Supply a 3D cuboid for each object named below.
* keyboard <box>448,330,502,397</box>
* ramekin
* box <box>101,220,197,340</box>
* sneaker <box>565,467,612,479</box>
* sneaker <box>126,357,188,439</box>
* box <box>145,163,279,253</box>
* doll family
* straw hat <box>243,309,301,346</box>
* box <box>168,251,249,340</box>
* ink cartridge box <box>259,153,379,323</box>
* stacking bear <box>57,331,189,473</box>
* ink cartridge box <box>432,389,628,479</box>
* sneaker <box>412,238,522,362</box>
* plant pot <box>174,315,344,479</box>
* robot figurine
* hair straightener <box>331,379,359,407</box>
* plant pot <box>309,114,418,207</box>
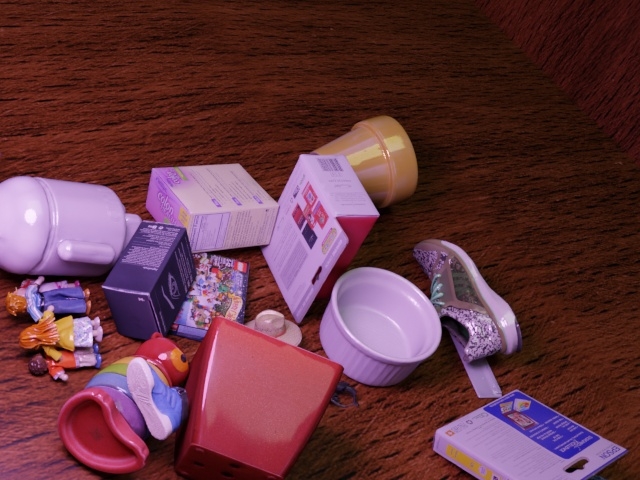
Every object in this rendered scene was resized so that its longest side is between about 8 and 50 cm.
[{"bbox_3d":[0.383,0.290,2.155,0.072,0.014,0.256,0,47,-23],"label":"keyboard"},{"bbox_3d":[0.132,0.209,1.997,0.277,0.135,0.277,16,41,-14],"label":"ramekin"},{"bbox_3d":[-0.356,0.085,1.796,0.108,0.153,0.207,8,44,14],"label":"box"},{"bbox_3d":[0.562,0.568,1.921,0.262,0.104,0.125,13,5,-1],"label":"sneaker"},{"bbox_3d":[-0.286,0.270,1.519,0.085,0.058,0.152,-29,97,-57],"label":"sneaker"},{"bbox_3d":[-0.263,-0.081,2.053,0.243,0.117,0.213,-6,37,-36],"label":"box"},{"bbox_3d":[-0.535,0.148,1.687,0.163,0.118,0.262,-3,50,-32],"label":"doll family"},{"bbox_3d":[-0.113,0.189,1.895,0.145,0.061,0.144,2,31,-1],"label":"straw hat"},{"bbox_3d":[-0.251,0.127,1.924,0.159,0.044,0.233,13,42,-11],"label":"box"},{"bbox_3d":[0.000,0.000,2.005,0.130,0.309,0.271,-3,50,-32],"label":"ink cartridge box"},{"bbox_3d":[-0.351,0.288,1.618,0.175,0.164,0.289,58,32,-12],"label":"stacking bear"},{"bbox_3d":[0.464,0.465,1.881,0.304,0.072,0.307,-13,30,-40],"label":"ink cartridge box"},{"bbox_3d":[0.332,0.152,2.174,0.182,0.158,0.410,-23,48,-19],"label":"sneaker"},{"bbox_3d":[-0.144,0.343,1.623,0.267,0.267,0.235,23,54,-7],"label":"plant pot"},{"bbox_3d":[-0.550,-0.027,1.766,0.300,0.199,0.354,27,14,39],"label":"robot figurine"},{"bbox_3d":[-0.017,0.321,1.872,0.231,0.047,0.089,29,40,-7],"label":"hair straightener"},{"bbox_3d":[0.103,-0.196,2.341,0.239,0.254,0.254,-19,58,-23],"label":"plant pot"}]
